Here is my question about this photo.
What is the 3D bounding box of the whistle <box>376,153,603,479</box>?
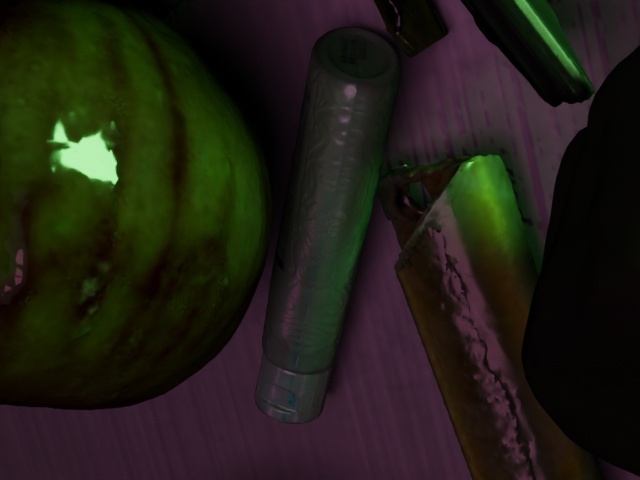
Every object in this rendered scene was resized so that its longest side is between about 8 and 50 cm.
[{"bbox_3d":[0.100,0.115,0.718,0.068,0.057,0.326,-10,105,46],"label":"whistle"}]

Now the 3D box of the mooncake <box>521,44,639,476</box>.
[{"bbox_3d":[0.214,0.024,0.546,0.283,0.283,0.141,17,70,12],"label":"mooncake"}]

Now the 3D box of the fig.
[{"bbox_3d":[-0.138,-0.024,0.658,0.235,0.235,0.214,-5,104,20],"label":"fig"}]

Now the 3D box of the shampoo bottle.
[{"bbox_3d":[0.000,0.000,0.710,0.041,0.069,0.190,7,118,-7],"label":"shampoo bottle"}]

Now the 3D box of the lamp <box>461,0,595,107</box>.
[{"bbox_3d":[0.179,-0.136,0.592,0.283,0.124,0.203,-28,119,22],"label":"lamp"}]

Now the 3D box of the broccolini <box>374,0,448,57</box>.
[{"bbox_3d":[-0.033,-0.183,0.659,0.254,0.057,0.071,53,149,-2],"label":"broccolini"}]
